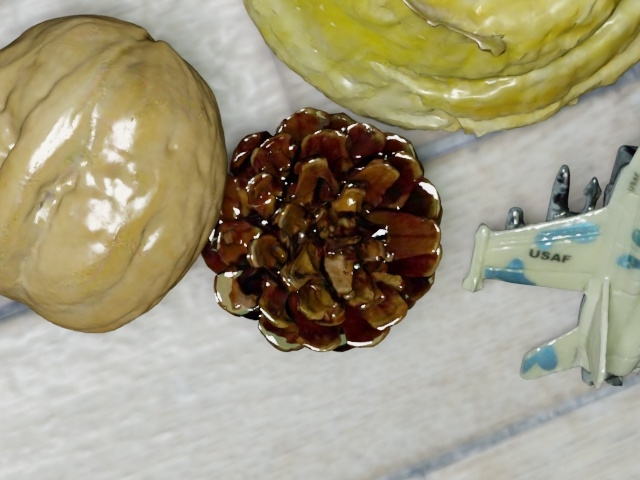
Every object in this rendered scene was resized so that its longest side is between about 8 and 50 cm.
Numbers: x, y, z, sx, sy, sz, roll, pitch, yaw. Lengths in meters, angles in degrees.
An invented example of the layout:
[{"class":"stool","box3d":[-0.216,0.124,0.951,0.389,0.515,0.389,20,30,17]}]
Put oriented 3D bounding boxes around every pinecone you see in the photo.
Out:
[{"class":"pinecone","box3d":[0.000,-0.002,1.060,0.140,0.121,0.140,-1,98,-4]}]

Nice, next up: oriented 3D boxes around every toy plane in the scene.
[{"class":"toy plane","box3d":[0.187,-0.026,1.101,0.192,0.088,0.262,7,112,-6]}]

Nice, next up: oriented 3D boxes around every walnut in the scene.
[{"class":"walnut","box3d":[-0.124,-0.038,1.019,0.166,0.149,0.167,3,98,21]}]

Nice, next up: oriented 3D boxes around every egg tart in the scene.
[{"class":"egg tart","box3d":[0.083,-0.196,1.055,0.290,0.115,0.290,-2,97,-14]}]
